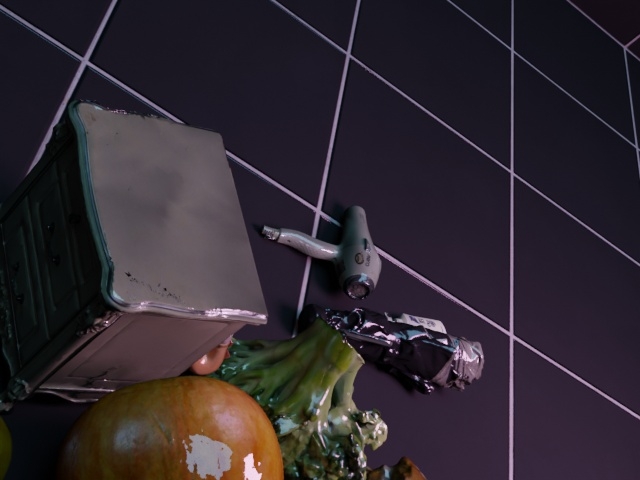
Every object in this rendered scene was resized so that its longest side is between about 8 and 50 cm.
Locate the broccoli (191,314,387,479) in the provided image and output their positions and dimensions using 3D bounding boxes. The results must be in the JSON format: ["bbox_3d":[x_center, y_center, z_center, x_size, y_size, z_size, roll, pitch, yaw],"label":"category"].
[{"bbox_3d":[-0.030,0.217,1.490,0.288,0.245,0.248,39,10,-14],"label":"broccoli"}]

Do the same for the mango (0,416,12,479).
[{"bbox_3d":[-0.449,0.270,1.160,0.227,0.099,0.136,-33,90,-43],"label":"mango"}]

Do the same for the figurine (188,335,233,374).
[{"bbox_3d":[-0.194,0.112,1.470,0.111,0.102,0.195,1,35,-24],"label":"figurine"}]

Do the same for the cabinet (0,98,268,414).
[{"bbox_3d":[-0.278,0.037,1.334,0.227,0.318,0.290,9,55,-42],"label":"cabinet"}]

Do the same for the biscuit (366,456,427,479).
[{"bbox_3d":[0.095,0.496,1.463,0.268,0.115,0.366,58,34,-4],"label":"biscuit"}]

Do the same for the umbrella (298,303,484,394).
[{"bbox_3d":[0.124,0.186,1.772,0.358,0.113,0.106,18,21,-27],"label":"umbrella"}]

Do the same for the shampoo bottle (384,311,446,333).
[{"bbox_3d":[0.172,0.160,1.894,0.141,0.034,0.049,14,56,-34],"label":"shampoo bottle"}]

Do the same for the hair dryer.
[{"bbox_3d":[0.020,-0.008,1.868,0.225,0.088,0.219,32,33,1],"label":"hair dryer"}]

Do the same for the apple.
[{"bbox_3d":[-0.181,0.299,1.261,0.286,0.286,0.233,8,58,-40],"label":"apple"}]
